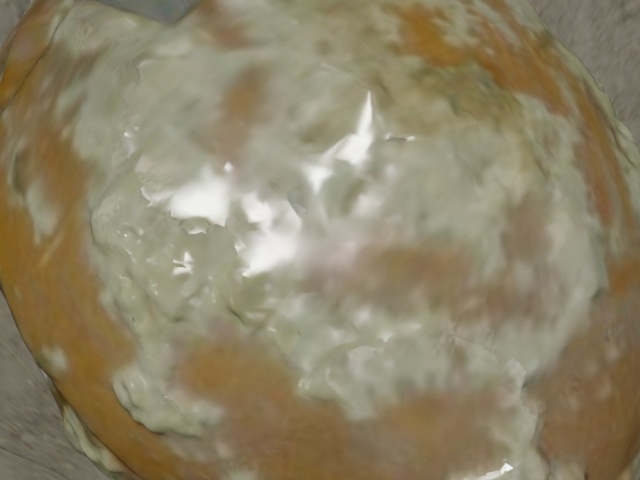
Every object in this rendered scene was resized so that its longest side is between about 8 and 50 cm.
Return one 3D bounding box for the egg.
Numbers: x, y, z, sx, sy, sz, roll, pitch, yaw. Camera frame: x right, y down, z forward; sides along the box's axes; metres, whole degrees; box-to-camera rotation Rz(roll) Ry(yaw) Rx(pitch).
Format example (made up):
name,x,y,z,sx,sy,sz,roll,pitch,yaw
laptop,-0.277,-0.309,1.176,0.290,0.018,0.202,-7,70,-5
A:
name,x,y,z,sx,sy,sz,roll,pitch,yaw
egg,0.000,0.000,0.565,0.195,0.195,0.233,-36,73,-7
